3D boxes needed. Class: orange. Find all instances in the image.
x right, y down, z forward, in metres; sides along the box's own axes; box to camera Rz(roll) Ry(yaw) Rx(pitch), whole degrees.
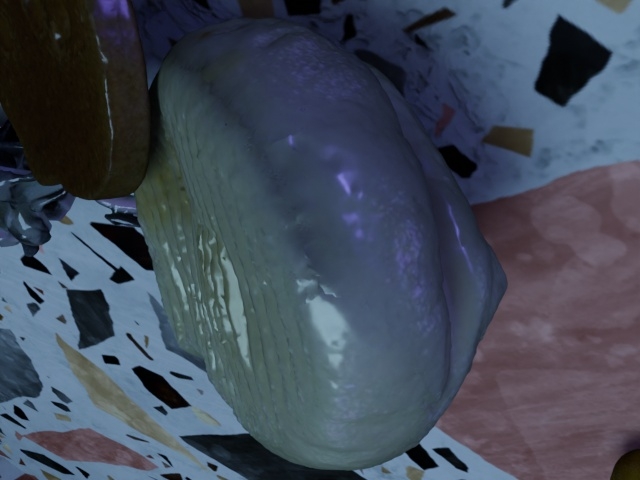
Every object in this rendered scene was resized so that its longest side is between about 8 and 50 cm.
[{"bbox_3d":[0.353,0.261,0.838,0.095,0.085,0.085,14,142,3],"label":"orange"}]

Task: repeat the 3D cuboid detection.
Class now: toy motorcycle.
[{"bbox_3d":[-0.271,-0.064,0.845,0.327,0.143,0.188,4,147,9],"label":"toy motorcycle"}]

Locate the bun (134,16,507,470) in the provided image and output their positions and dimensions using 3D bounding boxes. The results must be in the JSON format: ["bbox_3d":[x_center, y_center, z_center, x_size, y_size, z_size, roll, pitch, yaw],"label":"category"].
[{"bbox_3d":[0.000,0.000,0.632,0.365,0.219,0.365,44,146,41],"label":"bun"}]

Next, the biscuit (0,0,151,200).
[{"bbox_3d":[-0.215,-0.165,0.645,0.257,0.049,0.273,3,108,52],"label":"biscuit"}]
